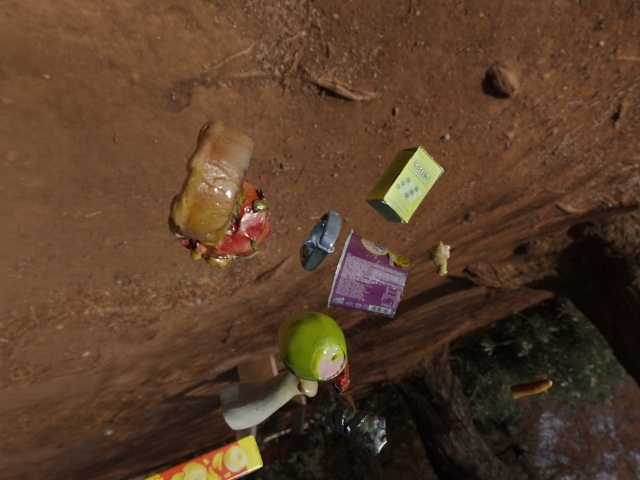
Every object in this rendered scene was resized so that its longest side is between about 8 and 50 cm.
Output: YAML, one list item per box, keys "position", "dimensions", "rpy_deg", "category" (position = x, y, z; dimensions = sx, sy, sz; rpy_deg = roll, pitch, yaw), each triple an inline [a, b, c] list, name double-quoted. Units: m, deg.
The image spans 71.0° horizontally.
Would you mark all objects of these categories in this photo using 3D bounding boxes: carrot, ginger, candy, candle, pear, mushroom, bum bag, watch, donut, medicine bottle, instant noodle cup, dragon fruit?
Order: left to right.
- position: [-0.297, 0.591, 1.133]
  dimensions: [0.276, 0.088, 0.146]
  rpy_deg: [-13, 154, -28]
  category: "candy"
- position: [-0.277, -0.147, 1.145]
  dimensions: [0.150, 0.317, 0.299]
  rpy_deg: [20, 173, -12]
  category: "donut"
- position: [-0.345, -0.036, 1.503]
  dimensions: [0.263, 0.296, 0.314]
  rpy_deg: [-39, 155, -40]
  category: "dragon fruit"
- position: [-0.172, 0.490, 1.448]
  dimensions: [0.328, 0.159, 0.122]
  rpy_deg: [-24, 157, 6]
  category: "mushroom"
- position: [-0.031, 0.286, 1.257]
  dimensions: [0.187, 0.219, 0.188]
  rpy_deg: [-13, 117, -27]
  category: "pear"
- position: [0.000, 0.000, 1.498]
  dimensions: [0.068, 0.206, 0.193]
  rpy_deg: [30, 108, -13]
  category: "watch"
- position: [0.079, 0.483, 1.613]
  dimensions: [0.059, 0.084, 0.302]
  rpy_deg: [-39, -177, 9]
  category: "candle"
- position: [0.113, 0.713, 1.791]
  dimensions: [0.340, 0.144, 0.095]
  rpy_deg: [20, 159, 26]
  category: "bum bag"
- position: [0.199, 0.145, 1.793]
  dimensions: [0.265, 0.340, 0.340]
  rpy_deg: [16, 160, 6]
  category: "instant noodle cup"
- position: [0.296, -0.195, 1.592]
  dimensions: [0.137, 0.250, 0.141]
  rpy_deg: [39, 169, -19]
  category: "medicine bottle"
- position: [0.509, 0.083, 1.953]
  dimensions: [0.096, 0.067, 0.165]
  rpy_deg: [4, 119, 12]
  category: "ginger"
- position: [0.713, 0.496, 1.512]
  dimensions: [0.048, 0.048, 0.139]
  rpy_deg: [4, 153, -42]
  category: "carrot"
